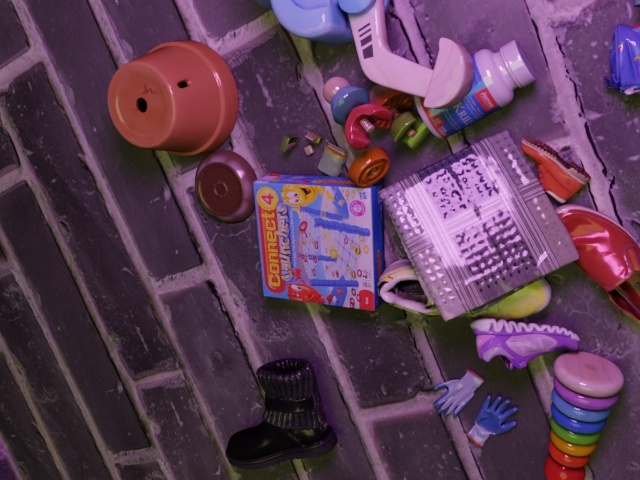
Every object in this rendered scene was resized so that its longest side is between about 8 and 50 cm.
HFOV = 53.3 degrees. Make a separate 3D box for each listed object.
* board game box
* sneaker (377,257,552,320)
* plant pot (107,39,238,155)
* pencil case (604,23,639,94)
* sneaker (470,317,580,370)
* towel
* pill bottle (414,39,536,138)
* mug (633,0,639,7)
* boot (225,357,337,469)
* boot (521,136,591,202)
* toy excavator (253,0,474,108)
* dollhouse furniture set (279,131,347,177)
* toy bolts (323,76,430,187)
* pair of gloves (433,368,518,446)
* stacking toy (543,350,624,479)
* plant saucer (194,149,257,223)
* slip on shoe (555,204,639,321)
[{"bbox_3d":[0.000,0.000,1.549,0.301,0.086,0.308,5,111,23],"label":"board game box"},{"bbox_3d":[0.309,0.125,1.418,0.384,0.147,0.145,0,105,25],"label":"sneaker"},{"bbox_3d":[-0.378,-0.339,1.562,0.290,0.203,0.291,8,110,24],"label":"plant pot"},{"bbox_3d":[0.668,-0.321,1.124,0.306,0.119,0.133,5,84,24],"label":"pencil case"},{"bbox_3d":[0.439,0.230,1.378,0.236,0.095,0.105,5,77,-2],"label":"sneaker"},{"bbox_3d":[0.324,-0.028,1.332,0.312,0.056,0.324,-26,76,7],"label":"towel"},{"bbox_3d":[0.313,-0.308,1.293,0.221,0.124,0.124,-27,93,30],"label":"pill bottle"},{"bbox_3d":[0.627,-0.460,1.109,0.129,0.157,0.097,16,111,46],"label":"mug"},{"bbox_3d":[-0.140,0.466,1.740,0.347,0.131,0.260,-17,105,18],"label":"boot"},{"bbox_3d":[0.465,-0.145,1.314,0.158,0.059,0.085,40,123,8],"label":"boot"},{"bbox_3d":[0.068,-0.459,1.281,0.432,0.222,0.445,-6,98,28],"label":"toy excavator"},{"bbox_3d":[-0.015,-0.207,1.516,0.151,0.058,0.076,31,117,14],"label":"dollhouse furniture set"},{"bbox_3d":[0.085,-0.249,1.355,0.218,0.228,0.158,-47,60,21],"label":"toy bolts"},{"bbox_3d":[0.371,0.404,1.548,0.198,0.023,0.159,38,118,9],"label":"pair of gloves"},{"bbox_3d":[0.562,0.418,1.406,0.141,0.141,0.330,11,114,22],"label":"stacking toy"},{"bbox_3d":[-0.253,-0.136,1.663,0.198,0.036,0.199,8,110,22],"label":"plant saucer"},{"bbox_3d":[0.596,0.055,1.289,0.331,0.101,0.123,46,121,7],"label":"slip on shoe"}]
